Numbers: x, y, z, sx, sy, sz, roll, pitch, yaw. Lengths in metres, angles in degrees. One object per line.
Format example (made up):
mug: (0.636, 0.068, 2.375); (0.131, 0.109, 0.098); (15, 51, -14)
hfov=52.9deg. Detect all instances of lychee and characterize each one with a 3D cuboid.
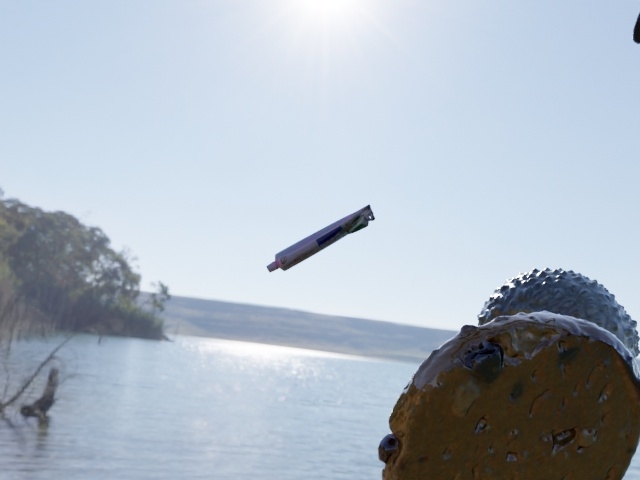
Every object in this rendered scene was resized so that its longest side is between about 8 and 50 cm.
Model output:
lychee: (0.405, 0.172, 1.106); (0.274, 0.255, 0.255); (0, -3, -42)

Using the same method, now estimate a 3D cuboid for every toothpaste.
toothpaste: (0.000, 0.000, 0.907); (0.170, 0.028, 0.045); (-29, -33, 0)

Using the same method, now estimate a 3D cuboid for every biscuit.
biscuit: (0.194, 0.197, 0.655); (0.296, 0.295, 0.075); (10, 15, -19)

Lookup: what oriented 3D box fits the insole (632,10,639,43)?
insole: (0.611, -0.431, 1.056); (0.007, 0.328, 0.111); (49, -17, -32)
